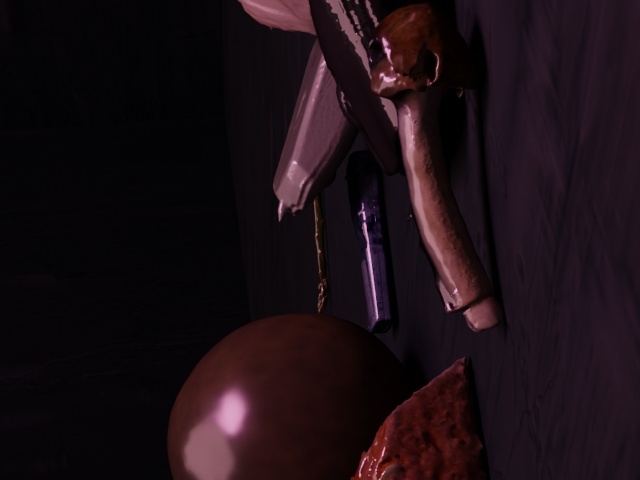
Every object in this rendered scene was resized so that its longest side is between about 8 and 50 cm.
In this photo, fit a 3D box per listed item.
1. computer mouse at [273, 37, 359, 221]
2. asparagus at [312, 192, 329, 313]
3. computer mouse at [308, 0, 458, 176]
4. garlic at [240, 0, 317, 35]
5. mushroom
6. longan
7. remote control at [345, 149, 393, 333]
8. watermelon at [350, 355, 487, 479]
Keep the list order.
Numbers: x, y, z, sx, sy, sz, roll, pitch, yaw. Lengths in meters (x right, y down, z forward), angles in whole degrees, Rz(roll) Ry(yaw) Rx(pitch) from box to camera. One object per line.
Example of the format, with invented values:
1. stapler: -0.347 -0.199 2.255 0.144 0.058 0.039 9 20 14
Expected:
1. computer mouse: 0.005 -0.096 1.346 0.089 0.056 0.182 128 159 -76
2. asparagus: 0.000 0.000 1.794 0.016 0.016 0.163 -6 89 58
3. computer mouse: 0.034 -0.160 1.023 0.147 0.088 0.264 160 103 -87
4. garlic: -0.039 -0.272 1.314 0.229 0.142 0.178 117 162 -52
5. mushroom: 0.071 -0.041 0.913 0.060 0.061 0.187 -15 87 54
6. longan: -0.014 0.146 1.201 0.198 0.198 0.212 92 -167 -45
7. remote control: 0.041 -0.001 1.331 0.043 0.027 0.153 120 145 -68
8. watermelon: 0.055 0.202 1.007 0.193 0.139 0.257 139 135 -73
